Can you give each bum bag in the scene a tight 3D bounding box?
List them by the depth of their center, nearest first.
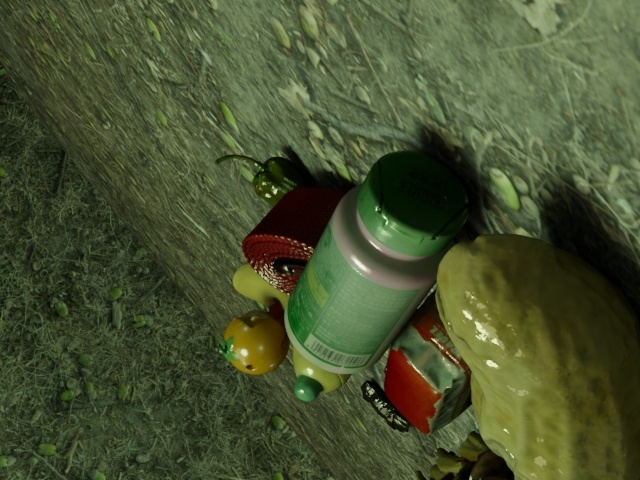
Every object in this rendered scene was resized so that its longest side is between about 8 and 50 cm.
[{"bbox_3d":[0.121,0.314,1.852,0.124,0.034,0.058,45,150,25],"label":"bum bag"}]

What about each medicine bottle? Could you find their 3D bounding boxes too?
[{"bbox_3d":[0.058,0.027,1.066,0.133,0.133,0.274,48,144,15],"label":"medicine bottle"}]

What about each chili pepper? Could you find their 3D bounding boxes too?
[{"bbox_3d":[-0.047,-0.070,1.399,0.072,0.073,0.204,0,140,50],"label":"chili pepper"}]

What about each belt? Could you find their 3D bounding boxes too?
[{"bbox_3d":[0.000,0.000,1.299,0.201,0.124,0.128,6,138,49],"label":"belt"}]

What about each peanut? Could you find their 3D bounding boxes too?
[{"bbox_3d":[0.220,0.125,0.901,0.174,0.158,0.340,34,151,47],"label":"peanut"}]

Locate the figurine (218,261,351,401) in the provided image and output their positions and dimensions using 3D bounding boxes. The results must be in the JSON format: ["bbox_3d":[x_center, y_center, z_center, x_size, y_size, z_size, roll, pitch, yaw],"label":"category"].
[{"bbox_3d":[-0.058,0.140,1.622,0.324,0.222,0.124,36,161,45],"label":"figurine"}]

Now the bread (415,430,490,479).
[{"bbox_3d":[0.255,0.455,1.482,0.314,0.191,0.370,53,167,-6],"label":"bread"}]

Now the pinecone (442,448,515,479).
[{"bbox_3d":[0.231,0.421,1.076,0.384,0.384,0.384,47,164,18],"label":"pinecone"}]

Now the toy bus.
[{"bbox_3d":[0.147,0.157,1.240,0.121,0.120,0.265,46,165,18],"label":"toy bus"}]
